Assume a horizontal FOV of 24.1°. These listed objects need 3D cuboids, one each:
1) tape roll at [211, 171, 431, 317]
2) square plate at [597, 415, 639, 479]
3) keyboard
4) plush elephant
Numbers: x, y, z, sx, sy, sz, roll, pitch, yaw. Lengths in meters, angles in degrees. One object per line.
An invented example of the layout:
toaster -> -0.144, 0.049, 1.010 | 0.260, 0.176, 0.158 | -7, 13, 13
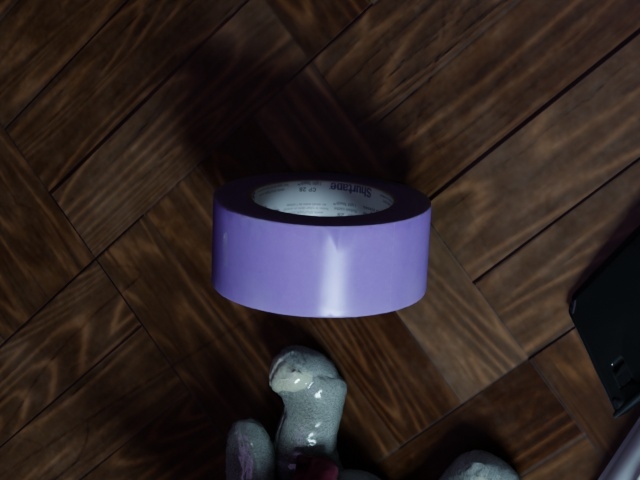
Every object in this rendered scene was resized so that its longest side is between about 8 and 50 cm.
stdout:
tape roll -> 0.000, 0.000, 1.298 | 0.189, 0.189, 0.080 | 11, 107, 26
square plate -> 0.393, 0.209, 1.176 | 0.344, 0.049, 0.347 | 40, 121, 29
keyboard -> 0.322, 0.038, 1.159 | 0.317, 0.033, 0.201 | -52, 46, 41
plush elephant -> -0.027, 0.298, 1.353 | 0.272, 0.255, 0.330 | 35, 117, 16
